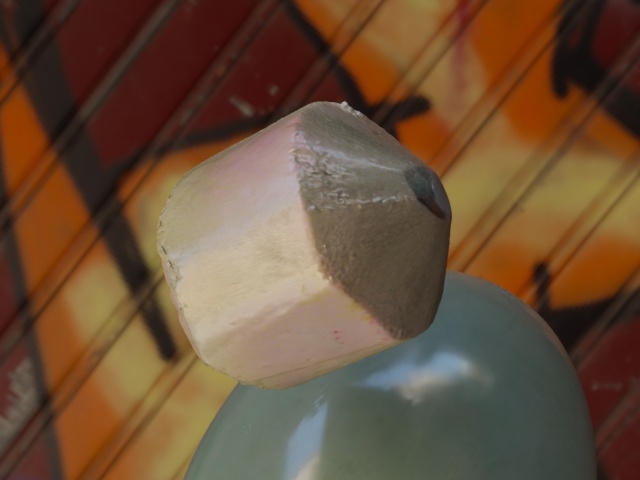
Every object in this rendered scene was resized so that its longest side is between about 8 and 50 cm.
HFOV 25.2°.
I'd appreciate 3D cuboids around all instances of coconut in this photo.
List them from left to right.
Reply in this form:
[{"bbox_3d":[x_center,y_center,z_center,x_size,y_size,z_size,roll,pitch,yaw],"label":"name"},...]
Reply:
[{"bbox_3d":[0.000,0.000,0.800,0.153,0.147,0.147,-25,18,24],"label":"coconut"}]

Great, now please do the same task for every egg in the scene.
[{"bbox_3d":[0.042,0.197,0.984,0.389,0.276,0.276,-62,10,-25],"label":"egg"}]
